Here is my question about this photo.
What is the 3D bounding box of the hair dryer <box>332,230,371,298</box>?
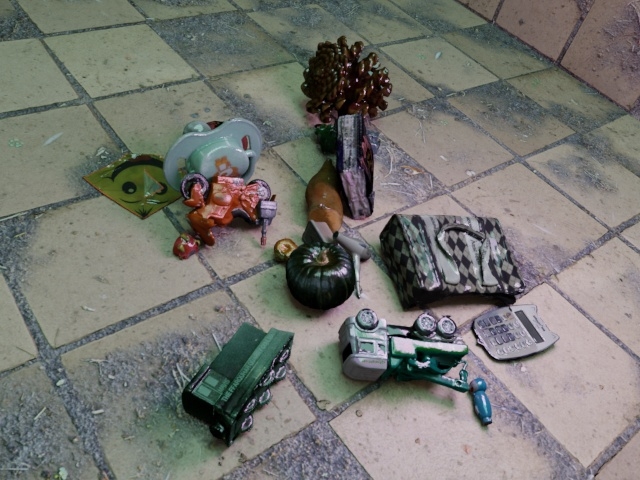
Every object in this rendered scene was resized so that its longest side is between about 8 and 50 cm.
[{"bbox_3d":[0.087,0.061,1.780,0.167,0.067,0.199,43,42,-29],"label":"hair dryer"}]

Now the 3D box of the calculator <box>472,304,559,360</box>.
[{"bbox_3d":[0.592,0.283,1.763,0.267,0.040,0.177,-8,49,-22],"label":"calculator"}]

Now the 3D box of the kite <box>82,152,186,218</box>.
[{"bbox_3d":[-0.589,-0.186,1.897,0.377,0.013,0.328,-1,48,-18],"label":"kite"}]

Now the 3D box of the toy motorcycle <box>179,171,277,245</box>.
[{"bbox_3d":[-0.285,-0.091,1.782,0.325,0.222,0.147,2,2,-34],"label":"toy motorcycle"}]

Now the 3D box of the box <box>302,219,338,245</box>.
[{"bbox_3d":[0.000,0.000,1.837,0.062,0.089,0.122,-4,48,-33],"label":"box"}]

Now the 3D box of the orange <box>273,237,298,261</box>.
[{"bbox_3d":[-0.106,0.035,1.787,0.086,0.062,0.086,4,61,-6],"label":"orange"}]

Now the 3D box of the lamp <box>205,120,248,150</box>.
[{"bbox_3d":[-0.352,-0.351,2.049,0.181,0.140,0.182,15,26,-8],"label":"lamp"}]

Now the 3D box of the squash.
[{"bbox_3d":[-0.001,0.099,1.675,0.218,0.172,0.218,-9,58,14],"label":"squash"}]

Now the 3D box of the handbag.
[{"bbox_3d":[0.433,0.068,1.841,0.415,0.180,0.317,0,51,-22],"label":"handbag"}]

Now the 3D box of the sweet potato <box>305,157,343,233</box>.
[{"bbox_3d":[0.010,-0.175,1.984,0.131,0.131,0.337,7,45,-10],"label":"sweet potato"}]

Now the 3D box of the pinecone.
[{"bbox_3d":[0.131,-0.628,2.345,0.383,0.385,0.385,8,45,-8],"label":"pinecone"}]

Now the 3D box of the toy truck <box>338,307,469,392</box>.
[{"bbox_3d":[0.231,0.300,1.553,0.363,0.177,0.178,10,57,-8],"label":"toy truck"}]

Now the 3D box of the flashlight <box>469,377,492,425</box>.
[{"bbox_3d":[0.442,0.438,1.561,0.051,0.051,0.129,3,48,-14],"label":"flashlight"}]

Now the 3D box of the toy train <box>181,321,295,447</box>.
[{"bbox_3d":[-0.197,0.334,1.416,0.178,0.139,0.330,24,44,13],"label":"toy train"}]

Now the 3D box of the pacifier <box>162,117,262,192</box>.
[{"bbox_3d":[-0.364,-0.288,1.873,0.343,0.288,0.269,-20,50,-22],"label":"pacifier"}]

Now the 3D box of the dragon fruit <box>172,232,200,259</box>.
[{"bbox_3d":[-0.401,0.012,1.723,0.056,0.060,0.083,33,44,21],"label":"dragon fruit"}]

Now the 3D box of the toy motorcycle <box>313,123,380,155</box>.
[{"bbox_3d":[0.104,-0.392,2.230,0.274,0.125,0.187,11,35,-6],"label":"toy motorcycle"}]

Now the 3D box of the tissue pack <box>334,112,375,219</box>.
[{"bbox_3d":[0.123,-0.264,2.028,0.123,0.245,0.333,-8,46,12],"label":"tissue pack"}]
